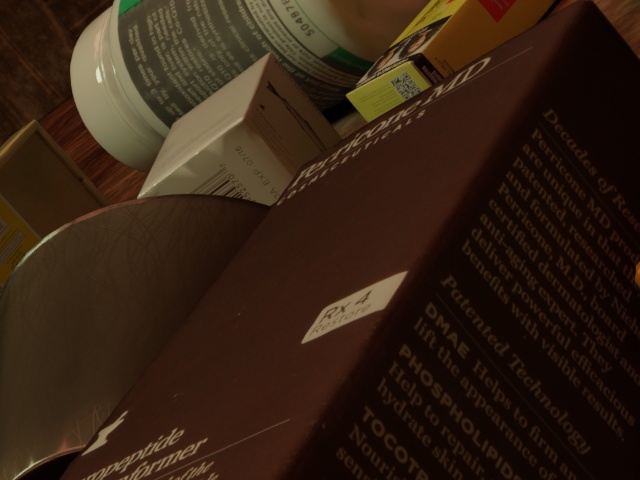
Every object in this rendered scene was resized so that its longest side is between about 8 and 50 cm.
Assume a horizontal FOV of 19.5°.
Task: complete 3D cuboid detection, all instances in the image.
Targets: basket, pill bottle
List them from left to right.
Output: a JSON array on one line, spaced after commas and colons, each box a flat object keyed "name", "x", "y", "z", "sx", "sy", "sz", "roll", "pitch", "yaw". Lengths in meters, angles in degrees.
[{"name": "basket", "x": -0.083, "y": 0.094, "z": 0.916, "sx": 0.204, "sy": 0.154, "sz": 0.227, "roll": -7, "pitch": 25, "yaw": 7}, {"name": "pill bottle", "x": -0.059, "y": -0.193, "z": 1.661, "sx": 0.361, "sy": 0.204, "sz": 0.204, "roll": -26, "pitch": 19, "yaw": 47}]

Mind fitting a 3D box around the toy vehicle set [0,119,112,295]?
[{"name": "toy vehicle set", "x": -0.250, "y": 0.030, "z": 1.544, "sx": 0.035, "sy": 0.166, "sz": 0.267, "roll": -31, "pitch": 16, "yaw": 34}]

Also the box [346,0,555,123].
[{"name": "box", "x": 0.119, "y": -0.169, "z": 1.410, "sx": 0.087, "sy": 0.058, "sz": 0.232, "roll": -23, "pitch": 21, "yaw": 53}]

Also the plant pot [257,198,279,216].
[{"name": "plant pot", "x": 0.000, "y": 0.000, "z": 1.103, "sx": 0.236, "sy": 0.032, "sz": 0.236, "roll": -32, "pitch": -9, "yaw": -5}]

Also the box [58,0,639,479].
[{"name": "box", "x": 0.018, "y": 0.080, "z": 0.715, "sx": 0.191, "sy": 0.143, "sz": 0.381, "roll": -29, "pitch": 15, "yaw": 39}]

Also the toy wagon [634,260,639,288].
[{"name": "toy wagon", "x": 0.235, "y": -0.011, "z": 0.566, "sx": 0.267, "sy": 0.068, "sz": 0.344, "roll": -47, "pitch": 14, "yaw": -27}]

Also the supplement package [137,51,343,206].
[{"name": "supplement package", "x": -0.054, "y": -0.053, "z": 1.411, "sx": 0.105, "sy": 0.105, "sz": 0.179, "roll": -37, "pitch": 14, "yaw": 16}]
